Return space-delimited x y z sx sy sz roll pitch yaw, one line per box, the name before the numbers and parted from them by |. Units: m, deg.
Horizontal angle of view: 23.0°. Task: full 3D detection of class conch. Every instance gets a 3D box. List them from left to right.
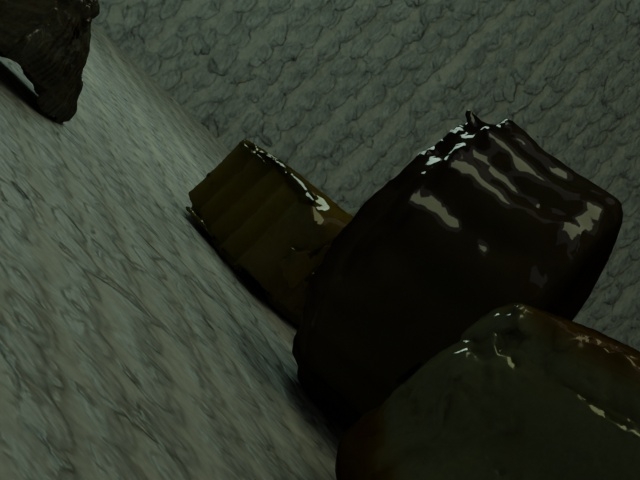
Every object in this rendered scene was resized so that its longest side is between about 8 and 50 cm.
conch | -0.291 -0.212 1.544 0.245 0.162 0.178 65 20 -46

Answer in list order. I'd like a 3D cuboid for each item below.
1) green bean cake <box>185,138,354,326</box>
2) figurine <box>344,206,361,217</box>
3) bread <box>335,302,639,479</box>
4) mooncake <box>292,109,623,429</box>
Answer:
green bean cake | -0.023 0.006 1.806 0.224 0.131 0.230 40 4 -41
figurine | 0.000 0.000 2.090 0.141 0.167 0.250 30 0 -20
bread | 0.159 0.173 1.067 0.279 0.225 0.250 33 -5 11
mooncake | 0.117 0.047 1.413 0.187 0.324 0.324 39 2 12
